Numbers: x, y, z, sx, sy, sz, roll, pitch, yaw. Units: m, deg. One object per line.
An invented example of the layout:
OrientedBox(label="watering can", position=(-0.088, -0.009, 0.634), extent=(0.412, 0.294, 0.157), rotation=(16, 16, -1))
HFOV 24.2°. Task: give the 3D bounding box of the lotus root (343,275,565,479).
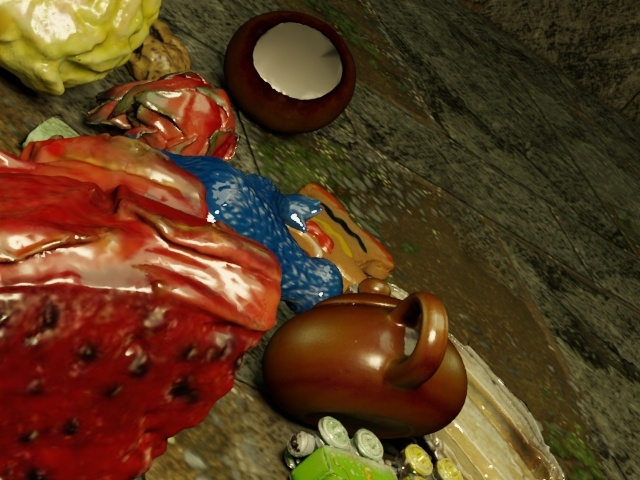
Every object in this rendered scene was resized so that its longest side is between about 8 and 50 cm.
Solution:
OrientedBox(label="lotus root", position=(0.120, 0.181, 1.440), extent=(0.167, 0.078, 0.329), rotation=(-14, 58, -47))

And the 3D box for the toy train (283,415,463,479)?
OrientedBox(label="toy train", position=(0.054, 0.210, 1.273), extent=(0.202, 0.060, 0.081), rotation=(24, 34, -38))

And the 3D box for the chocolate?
OrientedBox(label="chocolate", position=(-0.041, -0.205, 1.857), extent=(0.177, 0.176, 0.176), rotation=(35, 21, -15))

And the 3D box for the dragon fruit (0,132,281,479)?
OrientedBox(label="dragon fruit", position=(-0.217, -0.024, 1.010), extent=(0.286, 0.228, 0.329), rotation=(27, 28, -30))

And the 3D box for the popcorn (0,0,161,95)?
OrientedBox(label="popcorn", position=(-0.283, -0.258, 1.435), extent=(0.259, 0.259, 0.212), rotation=(35, -4, -17))

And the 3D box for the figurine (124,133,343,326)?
OrientedBox(label="figurine", position=(-0.080, 0.001, 1.318), extent=(0.262, 0.121, 0.164), rotation=(15, 69, -31))

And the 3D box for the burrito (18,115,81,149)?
OrientedBox(label="burrito", position=(-0.220, -0.065, 1.373), extent=(0.118, 0.044, 0.074), rotation=(40, 15, 9))

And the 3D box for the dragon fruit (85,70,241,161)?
OrientedBox(label="dragon fruit", position=(-0.151, -0.110, 1.502), extent=(0.142, 0.130, 0.121), rotation=(10, 69, -57))

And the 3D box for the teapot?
OrientedBox(label="teapot", position=(0.047, 0.092, 1.277), extent=(0.178, 0.252, 0.135), rotation=(10, 71, -19))

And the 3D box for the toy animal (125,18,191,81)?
OrientedBox(label="toy animal", position=(-0.197, -0.197, 1.678), extent=(0.149, 0.054, 0.275), rotation=(19, 30, -41))

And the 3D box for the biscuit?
OrientedBox(label="biscuit", position=(0.000, -0.001, 1.649), extent=(0.165, 0.036, 0.250), rotation=(44, 20, 11))
